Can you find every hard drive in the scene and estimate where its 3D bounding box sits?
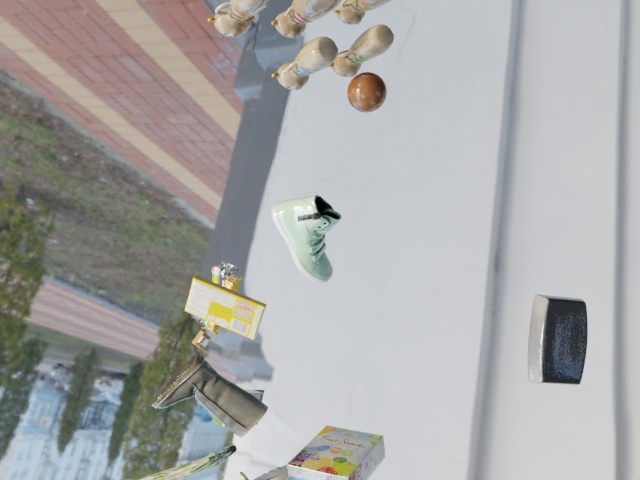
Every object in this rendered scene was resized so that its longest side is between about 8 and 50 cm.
[{"bbox_3d":[0.684,0.288,1.652,0.172,0.254,0.054,7,176,-13],"label":"hard drive"}]

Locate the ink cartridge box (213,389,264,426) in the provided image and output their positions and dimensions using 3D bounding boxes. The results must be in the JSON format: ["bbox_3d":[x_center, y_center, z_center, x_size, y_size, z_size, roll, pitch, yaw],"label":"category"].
[{"bbox_3d":[-0.254,0.562,1.942,0.062,0.108,0.209,5,172,41],"label":"ink cartridge box"}]

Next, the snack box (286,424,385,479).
[{"bbox_3d":[0.043,0.554,1.454,0.175,0.070,0.207,-1,-170,29],"label":"snack box"}]

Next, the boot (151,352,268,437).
[{"bbox_3d":[-0.252,0.373,1.309,0.190,0.076,0.208,-41,108,21],"label":"boot"}]

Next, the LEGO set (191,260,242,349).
[{"bbox_3d":[-0.339,0.192,1.815,0.107,0.286,0.132,27,-167,25],"label":"LEGO set"}]

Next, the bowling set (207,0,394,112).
[{"bbox_3d":[0.002,-0.261,0.807,0.287,0.199,0.154,-16,-177,-27],"label":"bowling set"}]

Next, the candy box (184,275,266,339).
[{"bbox_3d":[-0.252,0.177,1.525,0.206,0.105,0.027,22,-161,6],"label":"candy box"}]

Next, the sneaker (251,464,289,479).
[{"bbox_3d":[-0.137,0.639,1.449,0.235,0.094,0.090,-17,160,-37],"label":"sneaker"}]

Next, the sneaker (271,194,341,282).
[{"bbox_3d":[0.000,0.000,1.451,0.151,0.094,0.255,-15,121,31],"label":"sneaker"}]

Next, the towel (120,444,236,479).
[{"bbox_3d":[-0.381,0.567,1.402,0.325,0.038,0.248,-19,166,-3],"label":"towel"}]

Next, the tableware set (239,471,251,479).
[{"bbox_3d":[-0.146,0.555,1.290,0.128,0.039,0.194,13,164,-5],"label":"tableware set"}]
